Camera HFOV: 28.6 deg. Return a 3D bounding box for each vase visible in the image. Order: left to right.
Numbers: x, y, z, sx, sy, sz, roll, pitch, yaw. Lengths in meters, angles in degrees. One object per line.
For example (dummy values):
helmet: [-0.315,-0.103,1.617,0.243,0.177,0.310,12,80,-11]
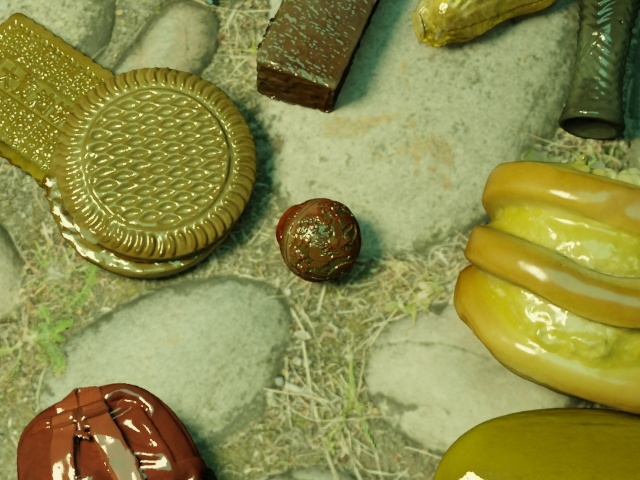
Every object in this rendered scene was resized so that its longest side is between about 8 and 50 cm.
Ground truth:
vase: [0.342,-0.244,1.508,0.115,0.115,0.237,9,74,9]

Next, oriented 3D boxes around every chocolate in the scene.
chocolate: [0.028,-0.320,1.566,0.112,0.112,0.321,22,73,4]

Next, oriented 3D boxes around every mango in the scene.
mango: [0.294,0.256,1.299,0.331,0.142,0.195,16,37,17]

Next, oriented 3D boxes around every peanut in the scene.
peanut: [0.207,-0.302,1.549,0.206,0.087,0.087,-24,70,-4]

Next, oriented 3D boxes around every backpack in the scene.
backpack: [-0.232,0.260,1.361,0.229,0.139,0.229,-1,72,4]

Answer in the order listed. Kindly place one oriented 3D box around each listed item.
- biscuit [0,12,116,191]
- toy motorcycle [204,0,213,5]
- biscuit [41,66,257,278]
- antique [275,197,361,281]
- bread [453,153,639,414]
biscuit: [-0.347,-0.169,1.588,0.254,0.029,0.172,35,76,16]
toy motorcycle: [-0.131,-0.412,1.608,0.272,0.123,0.182,-36,60,-7]
biscuit: [-0.203,-0.082,1.502,0.259,0.079,0.259,1,75,-5]
antique: [0.000,0.000,1.454,0.104,0.104,0.104,-2,70,5]
bread: [0.299,0.042,1.351,0.315,0.211,0.270,21,75,16]
